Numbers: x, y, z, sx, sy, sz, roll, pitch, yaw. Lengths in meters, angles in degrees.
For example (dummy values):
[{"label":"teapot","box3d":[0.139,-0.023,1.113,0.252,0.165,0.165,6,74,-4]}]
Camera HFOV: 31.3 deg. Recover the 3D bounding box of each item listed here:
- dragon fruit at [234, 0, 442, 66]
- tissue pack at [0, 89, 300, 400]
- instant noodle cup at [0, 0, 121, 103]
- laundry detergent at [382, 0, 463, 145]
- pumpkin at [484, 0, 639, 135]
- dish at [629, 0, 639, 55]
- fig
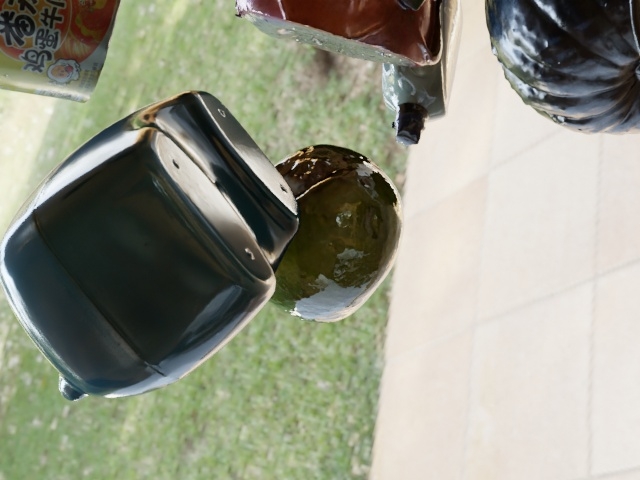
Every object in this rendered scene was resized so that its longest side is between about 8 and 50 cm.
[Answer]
[{"label":"dragon fruit","box3d":[0.030,-0.350,1.519,0.290,0.290,0.189,-156,77,-67]},{"label":"tissue pack","box3d":[-0.148,0.004,0.967,0.206,0.198,0.287,-35,13,14]},{"label":"instant noodle cup","box3d":[-0.378,-0.305,1.492,0.264,0.200,0.264,-167,90,-70]},{"label":"laundry detergent","box3d":[0.155,-0.288,1.829,0.105,0.215,0.281,4,61,21]},{"label":"pumpkin","box3d":[0.378,-0.289,1.395,0.363,0.363,0.266,-48,43,42]},{"label":"dish","box3d":[0.399,-0.178,0.896,0.106,0.316,0.317,52,-129,-71]},{"label":"fig","box3d":[0.000,0.000,1.203,0.181,0.181,0.191,-100,4,-49]}]
